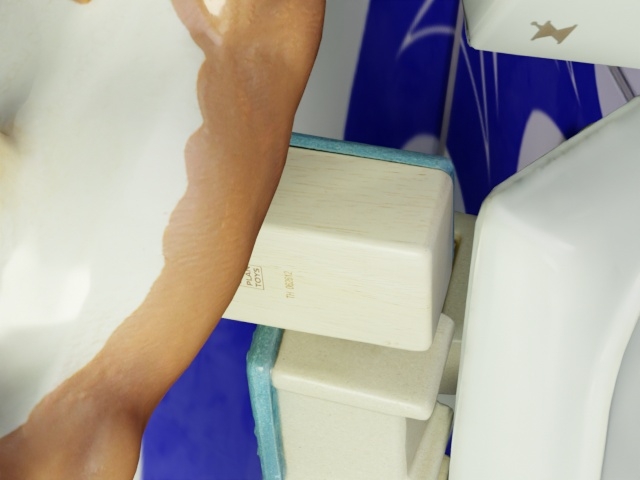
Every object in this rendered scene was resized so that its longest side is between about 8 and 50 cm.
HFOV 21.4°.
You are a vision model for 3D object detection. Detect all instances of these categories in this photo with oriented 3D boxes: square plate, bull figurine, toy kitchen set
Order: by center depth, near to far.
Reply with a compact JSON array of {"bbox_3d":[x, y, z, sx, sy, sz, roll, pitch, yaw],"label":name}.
[{"bbox_3d":[-0.061,-0.042,0.442,0.188,0.101,0.310,72,33,-71],"label":"bull figurine"},{"bbox_3d":[0.000,0.000,0.642,0.207,0.122,0.166,86,18,-50],"label":"toy kitchen set"},{"bbox_3d":[0.164,0.082,0.766,0.347,0.049,0.344,-30,131,-46],"label":"square plate"}]

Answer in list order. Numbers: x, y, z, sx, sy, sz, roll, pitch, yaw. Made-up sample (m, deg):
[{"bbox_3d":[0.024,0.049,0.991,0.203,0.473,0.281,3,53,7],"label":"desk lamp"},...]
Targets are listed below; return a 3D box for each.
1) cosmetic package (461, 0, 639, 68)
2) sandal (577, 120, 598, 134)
[{"bbox_3d":[0.129,-0.268,0.672,0.155,0.197,0.365,4,61,-25],"label":"cosmetic package"},{"bbox_3d":[0.190,0.051,0.950,0.126,0.138,0.317,61,38,-44],"label":"sandal"}]
